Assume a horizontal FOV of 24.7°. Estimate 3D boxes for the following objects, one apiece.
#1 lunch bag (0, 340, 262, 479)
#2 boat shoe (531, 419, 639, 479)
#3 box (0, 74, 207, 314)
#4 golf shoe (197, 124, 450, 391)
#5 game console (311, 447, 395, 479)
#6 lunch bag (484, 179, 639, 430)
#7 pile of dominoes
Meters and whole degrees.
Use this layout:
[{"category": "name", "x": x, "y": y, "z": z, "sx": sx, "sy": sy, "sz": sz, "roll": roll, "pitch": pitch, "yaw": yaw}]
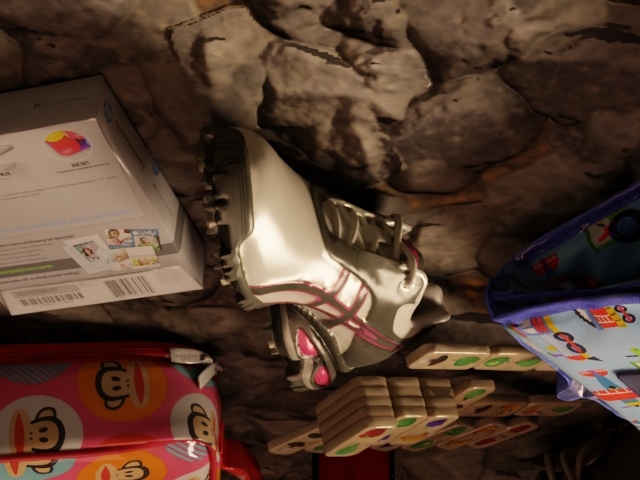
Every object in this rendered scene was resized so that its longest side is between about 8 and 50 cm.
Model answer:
[{"category": "lunch bag", "x": -0.174, "y": 0.193, "z": 1.163, "sx": 0.258, "sy": 0.120, "sz": 0.293, "roll": -2, "pitch": 145, "yaw": -10}, {"category": "boat shoe", "x": 0.238, "y": 0.230, "z": 1.202, "sx": 0.130, "sy": 0.132, "sz": 0.355, "roll": 5, "pitch": 144, "yaw": -6}, {"category": "box", "x": -0.171, "y": -0.022, "z": 0.933, "sx": 0.145, "sy": 0.038, "sz": 0.186, "roll": -9, "pitch": 145, "yaw": 14}, {"category": "golf shoe", "x": 0.000, "y": 0.000, "z": 0.919, "sx": 0.120, "sy": 0.105, "sz": 0.273, "roll": -15, "pitch": 151, "yaw": 8}, {"category": "game console", "x": 0.036, "y": 0.246, "z": 1.220, "sx": 0.124, "sy": 0.144, "sz": 0.085, "roll": -27, "pitch": 137, "yaw": 34}, {"category": "lunch bag", "x": 0.267, "y": 0.044, "z": 0.934, "sx": 0.221, "sy": 0.138, "sz": 0.293, "roll": 33, "pitch": 139, "yaw": -33}, {"category": "pile of dominoes", "x": 0.109, "y": 0.135, "z": 1.087, "sx": 0.251, "sy": 0.040, "sz": 0.196, "roll": 5, "pitch": 150, "yaw": -35}]
